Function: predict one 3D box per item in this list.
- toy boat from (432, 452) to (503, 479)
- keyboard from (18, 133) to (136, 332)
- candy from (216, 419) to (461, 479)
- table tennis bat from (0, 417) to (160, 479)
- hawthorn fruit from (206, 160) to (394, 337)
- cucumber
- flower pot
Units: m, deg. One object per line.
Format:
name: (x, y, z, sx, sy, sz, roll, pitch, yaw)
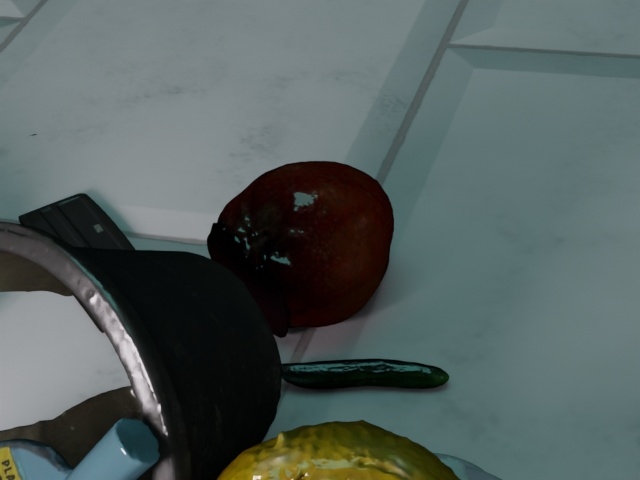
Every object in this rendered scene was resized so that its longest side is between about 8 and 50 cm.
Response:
toy boat: (0.075, 0.264, 1.357, 0.290, 0.100, 0.199, -6, 37, -1)
keyboard: (-0.302, -0.008, 1.846, 0.103, 0.041, 0.381, -22, 45, -20)
candy: (0.016, 0.273, 1.229, 0.260, 0.260, 0.118, -6, 17, 2)
table tennis bat: (-0.239, 0.257, 1.274, 0.044, 0.329, 0.215, 3, 51, -44)
hawthorn fruit: (0.000, 0.000, 1.678, 0.189, 0.189, 0.251, 25, 28, 36)
cucumber: (0.043, 0.140, 1.584, 0.184, 0.033, 0.036, -1, 12, 8)
flower pot: (-0.186, 0.146, 1.401, 0.379, 0.379, 0.251, 22, 24, 33)
